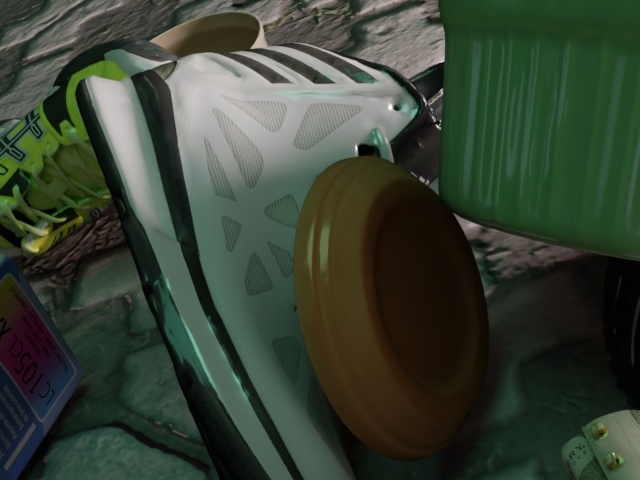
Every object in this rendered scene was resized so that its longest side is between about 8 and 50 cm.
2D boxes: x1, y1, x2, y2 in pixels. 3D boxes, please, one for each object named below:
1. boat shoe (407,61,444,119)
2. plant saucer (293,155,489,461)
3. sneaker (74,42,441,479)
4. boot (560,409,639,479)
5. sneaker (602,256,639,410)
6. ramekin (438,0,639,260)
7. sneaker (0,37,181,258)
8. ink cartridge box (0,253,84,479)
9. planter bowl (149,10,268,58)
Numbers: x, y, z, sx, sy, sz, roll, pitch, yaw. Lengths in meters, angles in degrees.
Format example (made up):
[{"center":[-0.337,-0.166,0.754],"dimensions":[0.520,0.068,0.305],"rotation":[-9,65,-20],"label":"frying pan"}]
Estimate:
[{"center":[0.038,-0.105,1.105],"dimensions":[0.233,0.079,0.084],"rotation":[-31,32,-12],"label":"boat shoe"},{"center":[0.056,0.040,0.777],"dimensions":[0.037,0.200,0.200],"rotation":[-16,33,33],"label":"plant saucer"},{"center":[0.000,-0.001,0.858],"dimensions":[0.257,0.169,0.447],"rotation":[-20,52,-8],"label":"sneaker"},{"center":[0.149,0.154,0.582],"dimensions":[0.213,0.077,0.165],"rotation":[-2,28,-18],"label":"boot"},{"center":[0.262,0.072,0.716],"dimensions":[0.108,0.100,0.271],"rotation":[-10,25,-22],"label":"sneaker"},{"center":[0.217,-0.075,0.770],"dimensions":[0.303,0.148,0.303],"rotation":[7,9,-1],"label":"ramekin"},{"center":[-0.239,-0.058,1.138],"dimensions":[0.385,0.145,0.147],"rotation":[-26,35,43],"label":"sneaker"},{"center":[-0.398,0.195,0.904],"dimensions":[0.270,0.151,0.395],"rotation":[-3,38,31],"label":"ink cartridge box"},{"center":[-0.114,-0.143,1.225],"dimensions":[0.162,0.109,0.162],"rotation":[-17,35,12],"label":"planter bowl"}]
